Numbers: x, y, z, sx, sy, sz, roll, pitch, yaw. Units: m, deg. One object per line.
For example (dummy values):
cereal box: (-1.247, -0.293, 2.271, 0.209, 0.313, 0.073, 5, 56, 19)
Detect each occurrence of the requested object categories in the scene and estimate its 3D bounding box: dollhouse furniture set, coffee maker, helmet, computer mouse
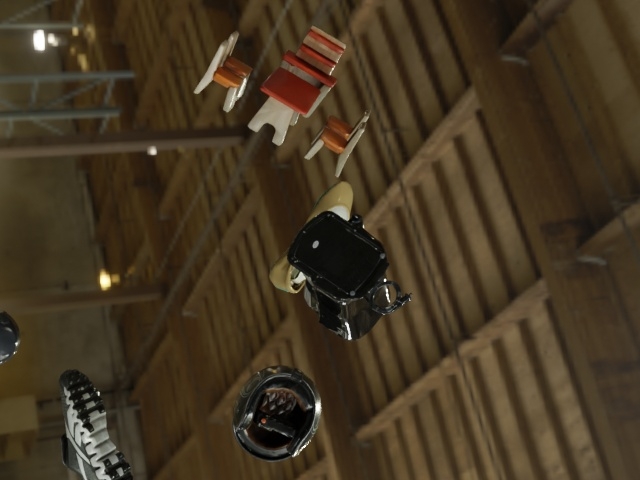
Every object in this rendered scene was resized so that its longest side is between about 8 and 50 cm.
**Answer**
dollhouse furniture set: (-0.038, -0.255, 1.715, 0.135, 0.262, 0.259, -58, -176, 23)
coffee maker: (0.041, 0.068, 1.451, 0.171, 0.120, 0.178, 59, -6, 24)
helmet: (-0.078, 0.307, 1.883, 0.161, 0.169, 0.169, 124, -43, -75)
computer mouse: (-0.491, 0.098, 1.450, 0.242, 0.071, 0.041, 27, -17, 37)

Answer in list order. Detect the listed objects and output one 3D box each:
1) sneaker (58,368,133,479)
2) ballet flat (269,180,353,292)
sneaker: (-0.415, 0.342, 1.835, 0.106, 0.078, 0.234, -27, -94, 26)
ballet flat: (0.000, 0.000, 1.924, 0.232, 0.080, 0.073, -54, -137, -1)
